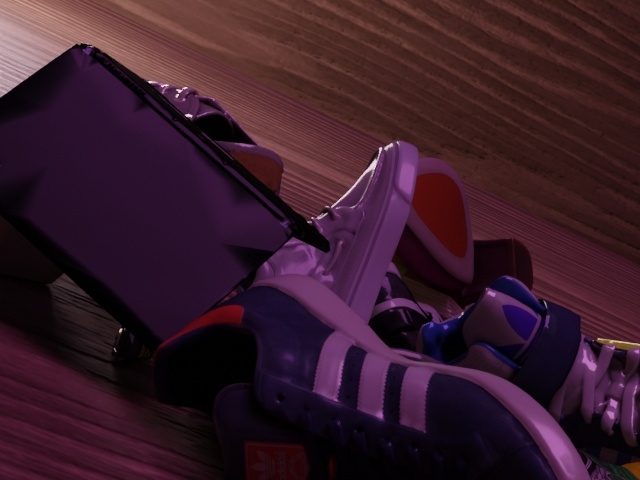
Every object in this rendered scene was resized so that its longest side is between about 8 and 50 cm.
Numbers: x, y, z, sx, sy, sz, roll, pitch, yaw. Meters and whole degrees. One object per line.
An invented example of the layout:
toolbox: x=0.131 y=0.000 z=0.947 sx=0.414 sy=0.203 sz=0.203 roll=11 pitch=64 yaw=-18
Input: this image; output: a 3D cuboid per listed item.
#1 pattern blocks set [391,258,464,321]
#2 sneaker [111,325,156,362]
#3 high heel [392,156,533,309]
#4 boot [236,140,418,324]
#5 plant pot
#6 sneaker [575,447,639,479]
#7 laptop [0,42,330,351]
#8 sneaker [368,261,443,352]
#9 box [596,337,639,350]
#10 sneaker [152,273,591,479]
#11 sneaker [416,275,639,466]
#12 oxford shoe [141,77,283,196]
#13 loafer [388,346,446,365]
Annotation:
pattern blocks set: x=0.089 y=0.065 z=1.873 sx=0.325 sy=0.026 sz=0.285 roll=22 pitch=-12 yaw=38
sneaker: x=-0.139 y=0.077 z=1.354 sx=0.035 sy=0.031 sz=0.083 roll=27 pitch=9 yaw=-9
high heel: x=0.086 y=0.011 z=1.868 sx=0.181 sy=0.127 sz=0.377 roll=-8 pitch=-22 yaw=24
boot: x=0.000 y=0.000 z=1.584 sx=0.123 sy=0.258 sz=0.095 roll=23 pitch=-30 yaw=-6
plant pot: x=-0.242 y=-0.026 z=1.425 sx=0.109 sy=0.096 sz=0.109 roll=35 pitch=13 yaw=37
sneaker: x=0.208 y=0.234 z=1.266 sx=0.146 sy=0.134 sz=0.343 roll=18 pitch=2 yaw=-14
laptop: x=-0.137 y=-0.031 z=1.388 sx=0.234 sy=0.136 sz=0.264 roll=42 pitch=2 yaw=10
sneaker: x=0.084 y=0.115 z=1.705 sx=0.217 sy=0.079 sz=0.121 roll=48 pitch=18 yaw=-57
box: x=0.443 y=0.170 z=2.199 sx=0.087 sy=0.058 sz=0.232 roll=21 pitch=-7 yaw=-31
sneaker: x=0.020 y=0.138 z=1.154 sx=0.148 sy=0.131 sz=0.350 roll=-20 pitch=31 yaw=-36
sneaker: x=0.226 y=0.125 z=1.460 sx=0.323 sy=0.130 sz=0.236 roll=-4 pitch=-38 yaw=46
oxford shoe: x=-0.182 y=-0.126 z=2.055 sx=0.169 sy=0.130 sz=0.449 roll=17 pitch=13 yaw=-42
loafer: x=0.014 y=0.133 z=1.368 sx=0.251 sy=0.094 sz=0.087 roll=14 pitch=38 yaw=-21
